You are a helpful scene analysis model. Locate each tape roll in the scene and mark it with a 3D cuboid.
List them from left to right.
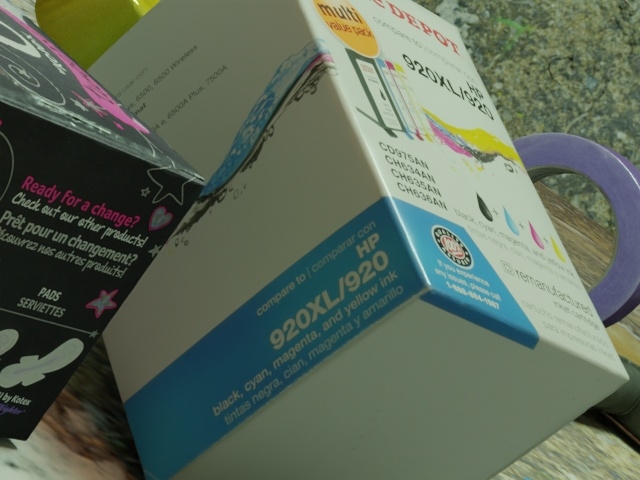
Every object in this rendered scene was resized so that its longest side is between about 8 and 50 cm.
[{"bbox_3d":[0.221,-0.004,1.846,0.189,0.189,0.080,39,11,17],"label":"tape roll"}]

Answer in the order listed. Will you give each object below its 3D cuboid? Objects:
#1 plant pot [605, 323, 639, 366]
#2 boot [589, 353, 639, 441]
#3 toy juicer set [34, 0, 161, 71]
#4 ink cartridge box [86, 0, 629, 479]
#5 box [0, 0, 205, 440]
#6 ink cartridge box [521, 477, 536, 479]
[{"bbox_3d":[0.262,0.091,1.998,0.236,0.032,0.236,34,9,-6],"label":"plant pot"},{"bbox_3d":[0.245,0.125,1.658,0.190,0.076,0.208,26,-5,35],"label":"boot"},{"bbox_3d":[-0.090,-0.004,1.144,0.209,0.089,0.329,48,20,-34],"label":"toy juicer set"},{"bbox_3d":[0.000,0.000,0.952,0.171,0.168,0.232,24,35,-47],"label":"ink cartridge box"},{"bbox_3d":[-0.196,-0.055,0.807,0.247,0.142,0.163,43,12,33],"label":"box"},{"bbox_3d":[0.174,0.211,1.052,0.181,0.061,0.104,43,12,36],"label":"ink cartridge box"}]
